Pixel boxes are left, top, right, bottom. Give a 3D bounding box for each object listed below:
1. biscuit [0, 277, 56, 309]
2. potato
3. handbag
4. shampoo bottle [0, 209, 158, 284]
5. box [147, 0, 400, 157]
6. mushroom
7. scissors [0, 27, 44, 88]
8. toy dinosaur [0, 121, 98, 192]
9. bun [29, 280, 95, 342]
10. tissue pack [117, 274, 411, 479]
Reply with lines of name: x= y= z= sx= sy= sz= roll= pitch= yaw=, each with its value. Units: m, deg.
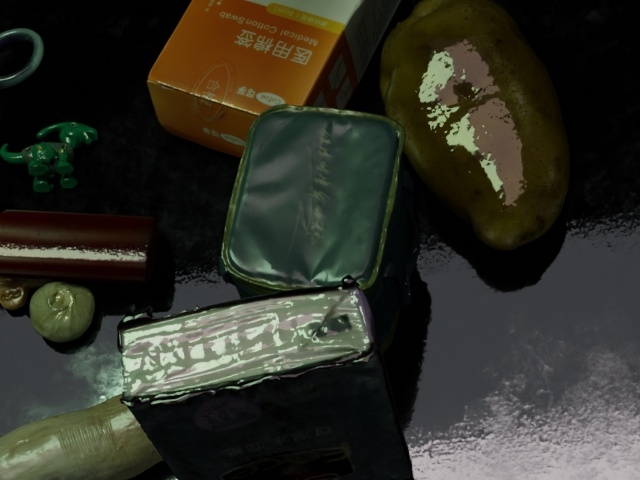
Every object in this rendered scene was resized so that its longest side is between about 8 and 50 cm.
biscuit: x=-0.430 y=0.033 z=1.720 sx=0.184 sy=0.027 sz=0.133 roll=-7 pitch=64 yaw=5
potato: x=0.196 y=-0.159 z=1.652 sx=0.196 sy=0.176 sz=0.369 roll=-9 pitch=63 yaw=-27
handbag: x=0.000 y=0.000 z=1.548 sx=0.222 sy=0.241 sz=0.263 roll=8 pitch=64 yaw=11
shampoo bottle: x=-0.343 y=0.006 z=1.673 sx=0.260 sy=0.064 sz=0.102 roll=3 pitch=46 yaw=0
box: x=-0.054 y=-0.274 z=1.756 sx=0.225 sy=0.143 sz=0.341 roll=20 pitch=69 yaw=18
mushroom: x=-0.331 y=0.274 z=1.542 sx=0.351 sy=0.095 sz=0.122 roll=-28 pitch=65 yaw=-7
scissors: x=-0.550 y=-0.153 z=1.830 sx=0.256 sy=0.029 sz=0.383 roll=7 pitch=63 yaw=11
toy dinosaur: x=-0.369 y=-0.120 z=1.777 sx=0.132 sy=0.059 sz=0.096 roll=-3 pitch=54 yaw=-2
bun: x=-0.331 y=0.086 z=1.661 sx=0.086 sy=0.055 sz=0.086 roll=-3 pitch=64 yaw=7
tissue pack: x=-0.047 y=0.179 z=1.399 sx=0.259 sy=0.361 sz=0.122 roll=-11 pitch=58 yaw=3
